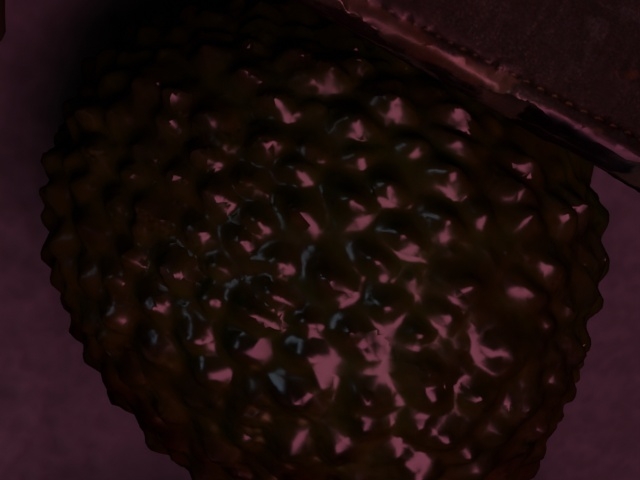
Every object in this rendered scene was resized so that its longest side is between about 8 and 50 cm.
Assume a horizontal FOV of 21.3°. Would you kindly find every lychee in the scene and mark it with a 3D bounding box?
[{"bbox_3d":[0.000,0.000,0.496,0.171,0.171,0.171,-10,122,-15],"label":"lychee"}]

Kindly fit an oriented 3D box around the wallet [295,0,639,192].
[{"bbox_3d":[0.025,-0.110,0.441,0.232,0.031,0.122,27,84,-4],"label":"wallet"}]

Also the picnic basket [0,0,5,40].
[{"bbox_3d":[-0.161,-0.120,0.263,0.254,0.321,0.291,-2,122,-24],"label":"picnic basket"}]
